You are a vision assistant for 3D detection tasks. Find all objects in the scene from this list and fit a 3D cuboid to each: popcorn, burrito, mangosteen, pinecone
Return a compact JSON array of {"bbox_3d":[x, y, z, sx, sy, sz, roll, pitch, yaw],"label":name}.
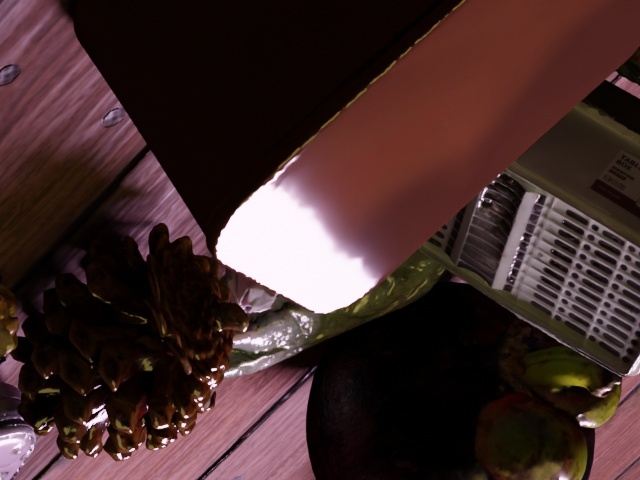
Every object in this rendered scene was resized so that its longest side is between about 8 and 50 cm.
[{"bbox_3d":[-0.275,0.060,1.551,0.084,0.084,0.084,-29,152,-17],"label":"popcorn"},{"bbox_3d":[0.000,0.000,1.782,0.203,0.064,0.064,-33,153,-14],"label":"burrito"},{"bbox_3d":[0.147,0.178,1.947,0.306,0.306,0.359,-20,166,-30],"label":"mangosteen"},{"bbox_3d":[-0.166,0.099,1.609,0.212,0.168,0.185,-45,158,12],"label":"pinecone"},{"bbox_3d":[0.000,0.059,1.866,0.309,0.066,0.096,-25,146,-24],"label":"burrito"}]

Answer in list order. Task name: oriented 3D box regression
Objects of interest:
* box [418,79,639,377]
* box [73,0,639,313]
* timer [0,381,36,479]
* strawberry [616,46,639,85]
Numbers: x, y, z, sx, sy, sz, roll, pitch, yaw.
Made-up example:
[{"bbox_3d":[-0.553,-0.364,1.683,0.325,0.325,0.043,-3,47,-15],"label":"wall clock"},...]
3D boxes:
[{"bbox_3d":[0.239,-0.031,1.773,0.166,0.290,0.220,-47,162,-36],"label":"box"},{"bbox_3d":[0.028,-0.156,1.372,0.339,0.229,0.239,-41,153,9],"label":"box"},{"bbox_3d":[-0.351,0.203,1.667,0.208,0.069,0.191,-7,143,-47],"label":"timer"},{"bbox_3d":[0.303,-0.215,1.745,0.131,0.131,0.148,23,92,-60],"label":"strawberry"}]
